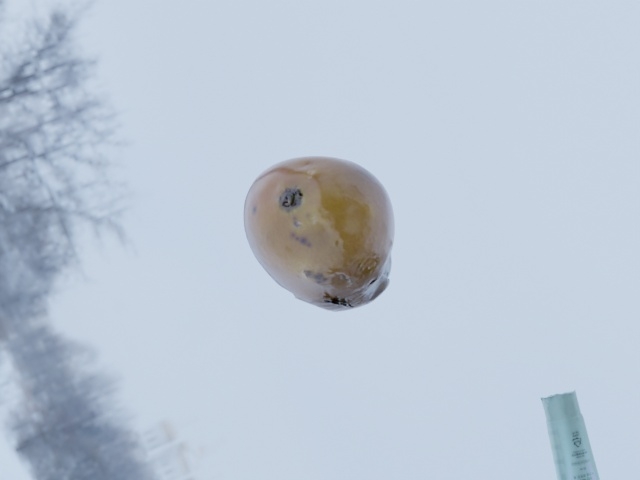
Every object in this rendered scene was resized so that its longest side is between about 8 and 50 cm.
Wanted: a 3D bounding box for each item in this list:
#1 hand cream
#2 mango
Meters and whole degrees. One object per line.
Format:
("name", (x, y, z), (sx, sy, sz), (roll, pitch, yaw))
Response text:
("hand cream", (0.343, 0.305, 1.725), (0.050, 0.078, 0.205), (151, -72, -70))
("mango", (-0.002, 0.003, 0.848), (0.105, 0.084, 0.159), (21, -24, 15))
